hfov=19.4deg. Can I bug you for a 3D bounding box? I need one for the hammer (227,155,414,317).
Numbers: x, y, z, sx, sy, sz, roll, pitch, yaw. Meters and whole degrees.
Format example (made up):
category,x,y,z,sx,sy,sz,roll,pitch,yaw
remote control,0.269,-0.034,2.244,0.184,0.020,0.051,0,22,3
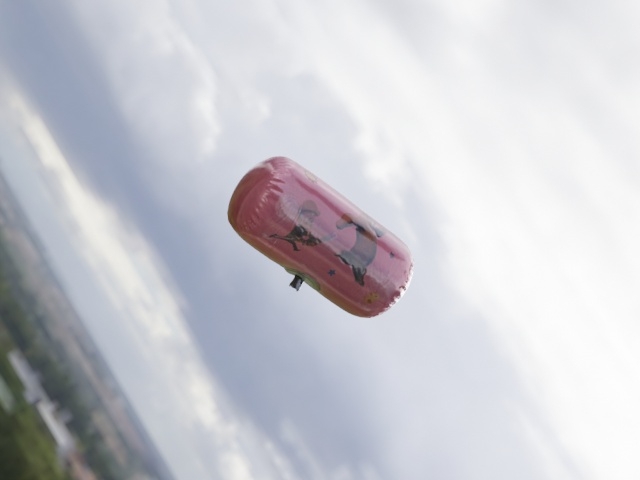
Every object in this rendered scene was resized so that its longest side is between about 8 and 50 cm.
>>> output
category,x,y,z,sx,sy,sz,roll,pitch,yaw
hammer,0.000,0.000,0.758,0.083,0.043,0.043,35,4,-28
